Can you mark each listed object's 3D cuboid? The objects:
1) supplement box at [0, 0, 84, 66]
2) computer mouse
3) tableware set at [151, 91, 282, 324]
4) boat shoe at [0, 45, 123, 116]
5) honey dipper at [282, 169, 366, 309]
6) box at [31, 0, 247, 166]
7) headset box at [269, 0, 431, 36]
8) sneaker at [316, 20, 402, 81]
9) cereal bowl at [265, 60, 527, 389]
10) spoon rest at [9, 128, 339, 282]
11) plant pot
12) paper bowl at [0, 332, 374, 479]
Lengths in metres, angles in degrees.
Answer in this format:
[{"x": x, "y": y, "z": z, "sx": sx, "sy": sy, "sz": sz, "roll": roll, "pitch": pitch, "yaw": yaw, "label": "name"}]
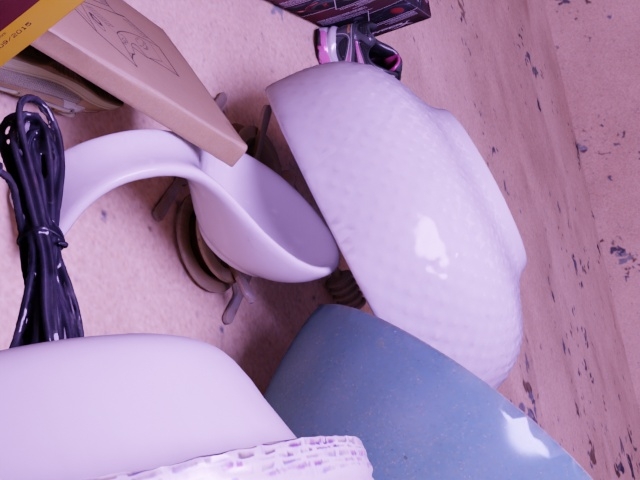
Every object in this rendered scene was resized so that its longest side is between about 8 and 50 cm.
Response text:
[{"x": -0.215, "y": -0.222, "z": 0.500, "sx": 0.194, "sy": 0.129, "sz": 0.191, "roll": 33, "pitch": 29, "yaw": -54, "label": "supplement box"}, {"x": -0.196, "y": -0.011, "z": 0.449, "sx": 0.262, "sy": 0.060, "sz": 0.184, "roll": 36, "pitch": 40, "yaw": -69, "label": "computer mouse"}, {"x": -0.068, "y": -0.034, "z": 0.859, "sx": 0.128, "sy": 0.039, "sz": 0.194, "roll": 60, "pitch": 30, "yaw": -29, "label": "tableware set"}, {"x": -0.188, "y": -0.113, "z": 0.666, "sx": 0.056, "sy": 0.048, "sz": 0.153, "roll": 67, "pitch": 17, "yaw": 11, "label": "boat shoe"}, {"x": 0.000, "y": 0.000, "z": 0.991, "sx": 0.161, "sy": 0.030, "sz": 0.030, "roll": 64, "pitch": 28, "yaw": -18, "label": "honey dipper"}, {"x": -0.147, "y": -0.141, "z": 0.677, "sx": 0.201, "sy": 0.021, "sz": 0.164, "roll": 31, "pitch": 19, "yaw": -52, "label": "box"}, {"x": 0.004, "y": -0.360, "z": 1.093, "sx": 0.293, "sy": 0.110, "sz": 0.218, "roll": 4, "pitch": 74, "yaw": -63, "label": "headset box"}, {"x": 0.066, "y": -0.185, "z": 1.166, "sx": 0.178, "sy": 0.077, "sz": 0.072, "roll": 45, "pitch": 40, "yaw": -47, "label": "sneaker"}, {"x": 0.086, "y": -0.016, "z": 0.896, "sx": 0.339, "sy": 0.141, "sz": 0.339, "roll": 62, "pitch": 3, "yaw": -6, "label": "cereal bowl"}, {"x": -0.080, "y": -0.027, "z": 0.717, "sx": 0.276, "sy": 0.084, "sz": 0.137, "roll": 3, "pitch": 44, "yaw": -53, "label": "spoon rest"}, {"x": 0.047, "y": 0.215, "z": 0.745, "sx": 0.195, "sy": 0.290, "sz": 0.290, "roll": -49, "pitch": 129, "yaw": -17, "label": "plant pot"}, {"x": -0.114, "y": 0.133, "z": 0.400, "sx": 0.284, "sy": 0.284, "sz": 0.148, "roll": 13, "pitch": 57, "yaw": -62, "label": "paper bowl"}]
